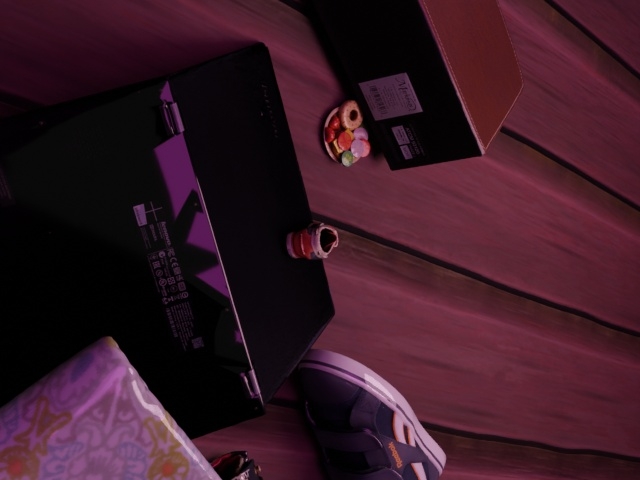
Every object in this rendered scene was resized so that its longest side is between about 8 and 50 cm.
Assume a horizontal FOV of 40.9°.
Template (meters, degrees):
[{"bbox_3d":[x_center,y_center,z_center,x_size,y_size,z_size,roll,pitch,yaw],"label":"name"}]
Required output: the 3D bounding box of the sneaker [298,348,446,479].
[{"bbox_3d":[0.064,0.276,1.154,0.321,0.126,0.127,49,56,-34],"label":"sneaker"}]

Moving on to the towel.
[{"bbox_3d":[-0.244,0.321,0.863,0.320,0.090,0.374,-39,122,-16],"label":"towel"}]

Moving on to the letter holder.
[{"bbox_3d":[0.141,-0.285,1.174,0.214,0.152,0.302,-52,124,-41],"label":"letter holder"}]

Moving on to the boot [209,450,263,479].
[{"bbox_3d":[-0.056,0.340,1.071,0.236,0.085,0.178,-22,107,-30],"label":"boot"}]

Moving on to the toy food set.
[{"bbox_3d":[0.037,-0.144,1.176,0.083,0.020,0.082,-45,120,-31],"label":"toy food set"}]

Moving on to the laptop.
[{"bbox_3d":[-0.185,0.008,0.990,0.408,0.236,0.382,-17,105,-11],"label":"laptop"}]

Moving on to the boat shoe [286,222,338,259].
[{"bbox_3d":[0.000,0.000,1.100,0.137,0.043,0.049,-10,90,-70],"label":"boat shoe"}]
